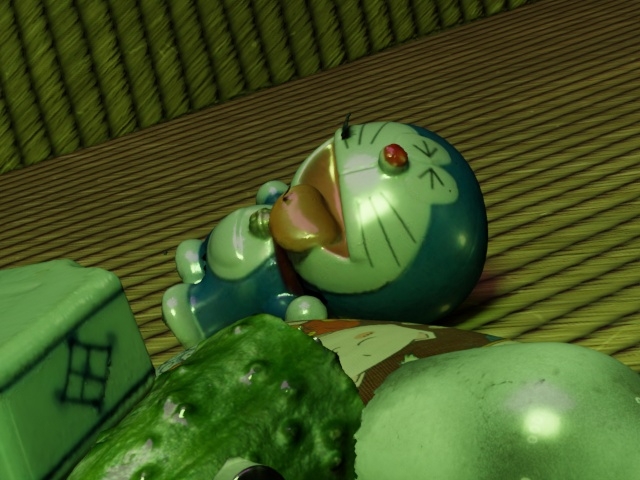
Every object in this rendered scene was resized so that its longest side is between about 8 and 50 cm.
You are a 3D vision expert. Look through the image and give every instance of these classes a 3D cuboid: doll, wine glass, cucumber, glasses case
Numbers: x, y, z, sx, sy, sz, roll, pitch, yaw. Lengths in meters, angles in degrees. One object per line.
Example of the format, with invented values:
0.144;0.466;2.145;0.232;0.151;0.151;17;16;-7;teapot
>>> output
0.000;0.000;1.341;0.257;0.161;0.215;-22;38;16;doll
0.135;0.108;0.802;0.241;0.126;0.126;2;20;42;wine glass
-0.079;0.142;0.899;0.134;0.134;0.244;-4;19;38;cucumber
0.014;0.097;1.067;0.122;0.082;0.321;-22;15;-39;glasses case

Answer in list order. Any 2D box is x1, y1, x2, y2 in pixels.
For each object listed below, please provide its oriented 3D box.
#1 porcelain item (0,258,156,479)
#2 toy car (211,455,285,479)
-0.251;0.130;1.039;0.281;0.157;0.286;-12;14;18;porcelain item
-0.081;0.178;0.741;0.257;0.124;0.101;-10;10;-31;toy car
